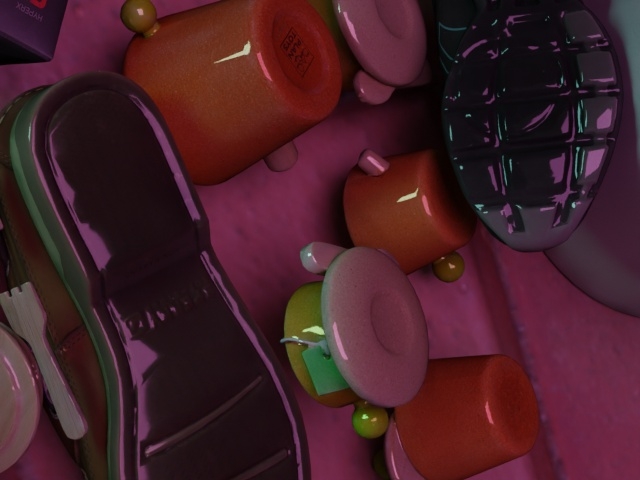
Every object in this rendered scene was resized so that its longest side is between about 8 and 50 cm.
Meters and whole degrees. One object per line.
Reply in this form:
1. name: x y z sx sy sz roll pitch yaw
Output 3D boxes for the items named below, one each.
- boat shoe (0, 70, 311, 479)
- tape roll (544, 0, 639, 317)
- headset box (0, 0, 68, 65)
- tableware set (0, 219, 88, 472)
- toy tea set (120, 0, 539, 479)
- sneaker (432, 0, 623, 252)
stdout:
1. boat shoe: -0.093 0.066 0.784 0.110 0.104 0.307 -16 93 -34
2. tape roll: 0.258 -0.076 0.921 0.246 0.169 0.246 3 82 -24
3. headset box: -0.209 -0.229 0.713 0.218 0.110 0.293 28 71 -49
4. tableware set: -0.194 0.025 0.754 0.194 0.128 0.039 68 20 -2
5. toy tea set: 0.000 0.000 0.847 0.200 0.124 0.336 -15 87 -55
6. sneaker: 0.116 -0.118 0.875 0.101 0.106 0.267 -5 74 4
